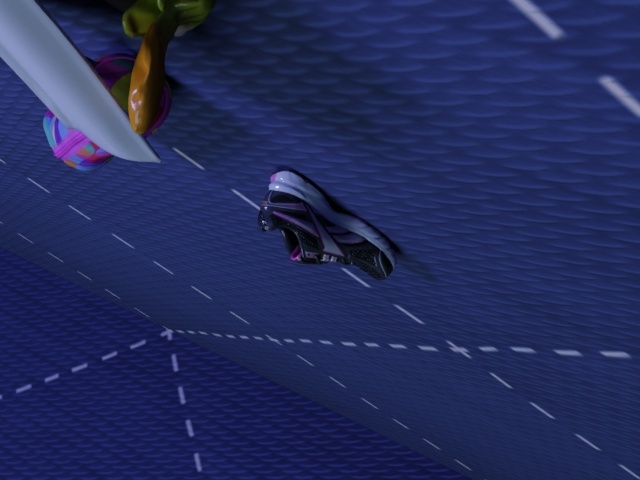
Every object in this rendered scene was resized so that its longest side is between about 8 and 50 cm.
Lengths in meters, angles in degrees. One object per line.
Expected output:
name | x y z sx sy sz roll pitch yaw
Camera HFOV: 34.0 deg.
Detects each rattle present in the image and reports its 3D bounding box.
rattle | -0.194 -0.196 0.816 0.199 0.143 0.130 31 180 -22

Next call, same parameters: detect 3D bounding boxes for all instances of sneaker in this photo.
sneaker | 0.000 0.000 1.172 0.178 0.077 0.072 34 165 -18

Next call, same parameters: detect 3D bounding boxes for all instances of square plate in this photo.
square plate | -0.305 -0.231 0.860 0.344 0.049 0.347 43 173 35

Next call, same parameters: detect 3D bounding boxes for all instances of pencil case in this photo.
pencil case | -0.241 -0.136 1.145 0.104 0.104 0.236 35 164 -16
